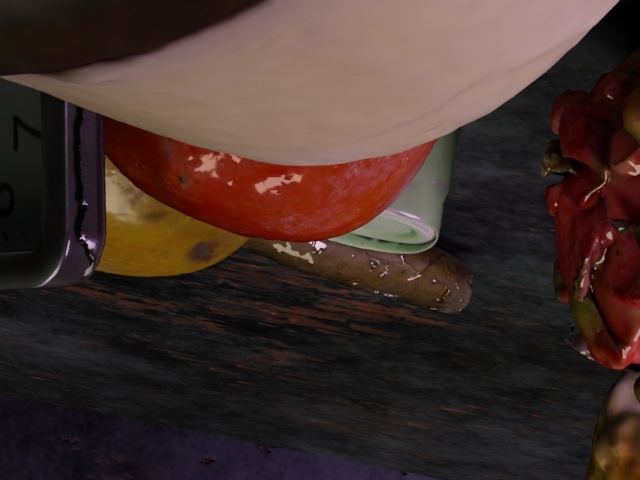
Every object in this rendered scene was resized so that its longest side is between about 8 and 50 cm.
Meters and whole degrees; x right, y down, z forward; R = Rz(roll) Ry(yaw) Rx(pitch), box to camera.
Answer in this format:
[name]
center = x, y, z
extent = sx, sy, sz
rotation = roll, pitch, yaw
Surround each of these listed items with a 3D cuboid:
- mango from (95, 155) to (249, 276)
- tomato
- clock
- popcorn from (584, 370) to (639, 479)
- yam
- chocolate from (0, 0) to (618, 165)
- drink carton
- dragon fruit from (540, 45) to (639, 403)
[mango]
center = -0.201, -0.101, 1.283
extent = 0.365, 0.182, 0.253
rotation = 24, 165, -6
[tomato]
center = -0.033, -0.102, 1.074
extent = 0.232, 0.188, 0.232
rotation = 19, 156, 9
[clock]
center = -0.226, -0.104, 1.093
extent = 0.279, 0.273, 0.049
rotation = -2, 177, 41
[popcorn]
center = 0.408, 0.198, 1.560
extent = 0.354, 0.344, 0.390
rotation = 13, 159, 17
[yam]
center = 0.000, 0.000, 1.660
extent = 0.317, 0.067, 0.071
rotation = 18, 150, -29
[chocolate]
center = -0.016, -0.162, 0.635
extent = 0.314, 0.326, 0.297
rotation = -10, 151, 28
[drink carton]
center = 0.040, -0.074, 1.239
extent = 0.146, 0.142, 0.144
rotation = 14, 163, -3
[dragon fruit]
center = 0.276, -0.011, 1.137
extent = 0.291, 0.250, 0.269
rotation = 37, 148, -26
